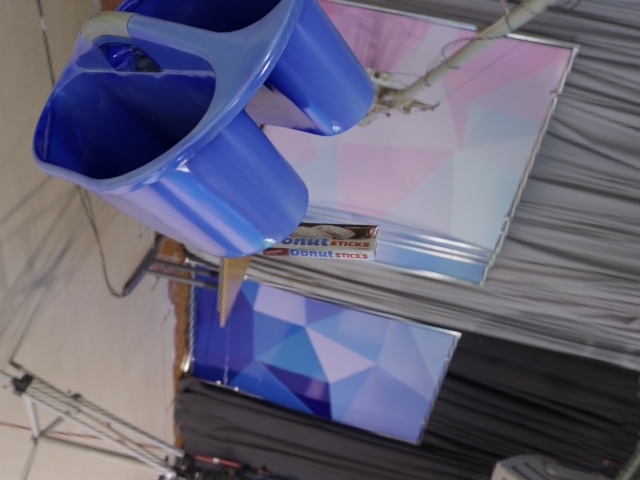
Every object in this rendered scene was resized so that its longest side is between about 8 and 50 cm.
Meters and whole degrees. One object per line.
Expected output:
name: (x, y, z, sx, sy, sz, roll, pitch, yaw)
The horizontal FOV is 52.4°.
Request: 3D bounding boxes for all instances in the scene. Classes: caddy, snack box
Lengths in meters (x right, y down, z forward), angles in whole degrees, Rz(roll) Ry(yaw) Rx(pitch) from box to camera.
caddy: (-0.124, -0.132, 0.569, 0.179, 0.341, 0.241, 42, 73, -40)
snack box: (0.000, 0.000, 1.014, 0.064, 0.178, 0.022, -74, 162, -48)
